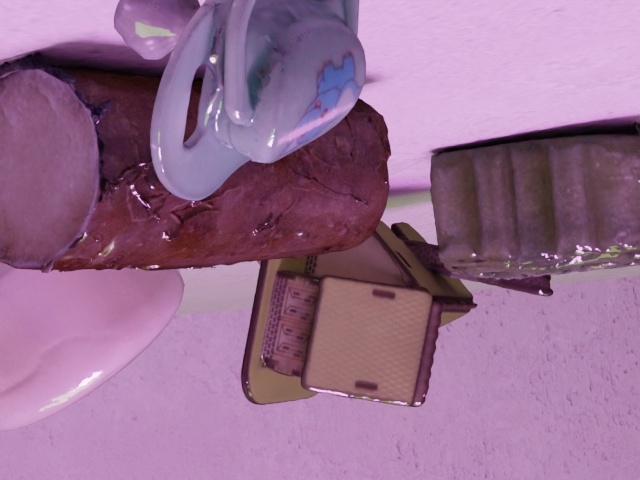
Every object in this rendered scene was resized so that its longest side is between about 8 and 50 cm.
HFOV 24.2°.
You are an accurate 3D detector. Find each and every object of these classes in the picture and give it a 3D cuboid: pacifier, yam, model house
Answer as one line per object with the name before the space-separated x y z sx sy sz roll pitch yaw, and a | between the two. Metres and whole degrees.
pacifier | -0.043 -0.091 0.675 0.117 0.126 0.150 31 -138 23
yam | -0.077 -0.041 0.909 0.131 0.131 0.280 -11 173 42
model house | 0.088 0.089 1.523 0.279 0.218 0.205 13 -175 26

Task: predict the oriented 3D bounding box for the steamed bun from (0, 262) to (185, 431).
steamed bun | -0.250 0.071 1.313 0.242 0.146 0.164 -28 -166 33

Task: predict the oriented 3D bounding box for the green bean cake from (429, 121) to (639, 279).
green bean cake | 0.228 -0.032 1.359 0.223 0.124 0.227 -8 179 26

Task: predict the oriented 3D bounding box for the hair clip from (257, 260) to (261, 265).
hair clip | -0.033 0.050 1.791 0.102 0.138 0.123 1 180 -15
